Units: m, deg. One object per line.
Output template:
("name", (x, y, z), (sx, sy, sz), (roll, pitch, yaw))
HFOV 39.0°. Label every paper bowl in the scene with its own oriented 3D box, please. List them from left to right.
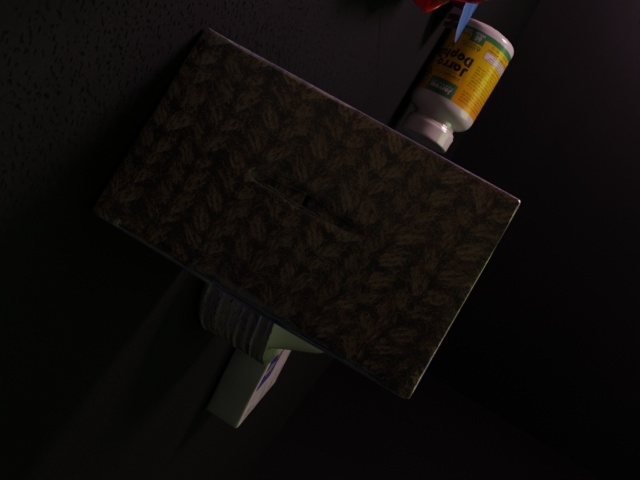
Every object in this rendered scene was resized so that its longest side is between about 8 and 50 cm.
("paper bowl", (-0.003, 0.012, 1.028), (0.284, 0.148, 0.284), (-57, 170, -15))

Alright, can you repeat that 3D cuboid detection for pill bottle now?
("pill bottle", (0.225, -0.258, 1.523), (0.208, 0.117, 0.117), (-58, 172, -2))

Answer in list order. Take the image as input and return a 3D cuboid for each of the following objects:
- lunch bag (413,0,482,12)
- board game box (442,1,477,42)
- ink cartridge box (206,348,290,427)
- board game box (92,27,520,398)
("lunch bag", (0.198, -0.335, 0.938), (0.258, 0.120, 0.293), (-38, 179, 20))
("board game box", (0.223, -0.385, 1.359), (0.133, 0.033, 0.169), (102, 15, -52))
("ink cartridge box", (-0.056, 0.113, 1.361), (0.333, 0.065, 0.165), (-61, 172, 24))
("board game box", (0.000, 0.000, 0.694), (0.141, 0.232, 0.291), (-59, 172, -5))
